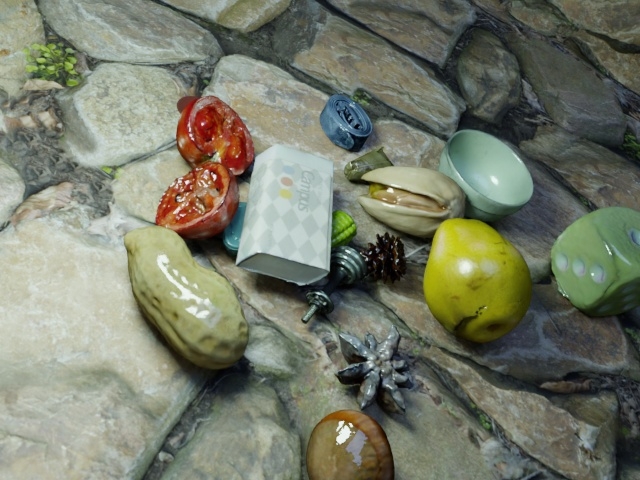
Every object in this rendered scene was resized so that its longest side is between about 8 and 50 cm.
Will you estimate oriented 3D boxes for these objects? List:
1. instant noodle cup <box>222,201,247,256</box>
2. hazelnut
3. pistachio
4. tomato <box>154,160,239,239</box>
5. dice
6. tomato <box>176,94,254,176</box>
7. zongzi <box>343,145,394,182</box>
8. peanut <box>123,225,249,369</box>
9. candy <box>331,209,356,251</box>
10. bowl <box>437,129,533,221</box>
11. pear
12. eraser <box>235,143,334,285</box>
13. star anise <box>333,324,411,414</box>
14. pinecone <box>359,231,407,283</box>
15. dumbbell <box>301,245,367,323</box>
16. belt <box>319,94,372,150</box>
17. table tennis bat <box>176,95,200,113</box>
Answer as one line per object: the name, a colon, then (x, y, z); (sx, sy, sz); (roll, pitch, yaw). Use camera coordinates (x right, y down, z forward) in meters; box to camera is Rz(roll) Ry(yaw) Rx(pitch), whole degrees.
instant noodle cup: (-0.169, -0.018, 1.694); (0.179, 0.070, 0.157); (5, 51, -21)
hazelnut: (0.066, 0.449, 1.364); (0.214, 0.176, 0.214); (26, 58, -50)
pistachio: (0.262, -0.116, 1.900); (0.318, 0.214, 0.194); (16, 91, -2)
tomato: (-0.284, -0.085, 1.635); (0.101, 0.228, 0.228); (51, 29, -44)
dice: (0.858, 0.062, 1.973); (0.254, 0.250, 0.252); (-1, 54, -25)
tomato: (-0.300, -0.266, 1.790); (0.233, 0.139, 0.200); (44, 46, -35)
zongzi: (0.169, -0.181, 1.981); (0.160, 0.078, 0.176); (-29, 77, -32)
peanut: (-0.297, 0.112, 1.465); (0.192, 0.169, 0.387); (-26, 67, -43)
candy: (0.000, 0.000, 1.745); (0.209, 0.097, 0.097); (-33, 72, -31)
bowl: (0.490, -0.181, 2.060); (0.307, 0.163, 0.307); (13, 49, -15)
pear: (0.398, 0.099, 1.740); (0.284, 0.285, 0.336); (15, 28, -13)
eraser: (-0.079, -0.076, 1.683); (0.213, 0.082, 0.397); (16, 46, -12)
star anise: (0.127, 0.296, 1.560); (0.229, 0.093, 0.236); (38, 50, 7)
pinecone: (0.166, 0.047, 1.756); (0.120, 0.140, 0.140); (-14, 49, 16)
dumbbell: (0.028, 0.114, 1.661); (0.110, 0.110, 0.254); (35, 54, 5)
belt: (0.078, -0.362, 2.074); (0.141, 0.082, 0.190); (-9, 57, -33)
table tennis bat: (-0.341, -0.384, 1.945); (0.154, 0.019, 0.098); (4, 52, -18)
